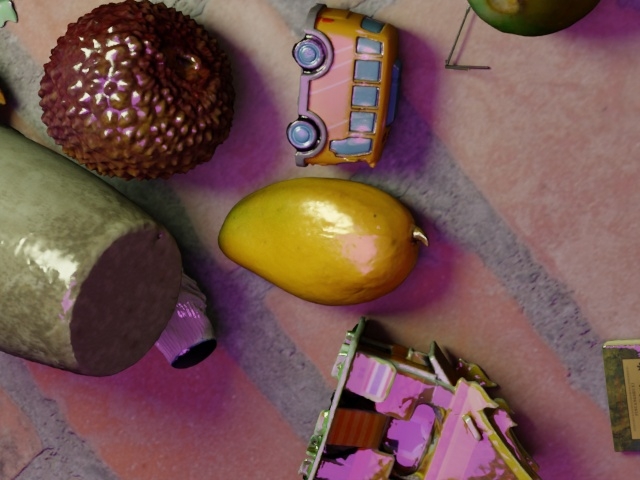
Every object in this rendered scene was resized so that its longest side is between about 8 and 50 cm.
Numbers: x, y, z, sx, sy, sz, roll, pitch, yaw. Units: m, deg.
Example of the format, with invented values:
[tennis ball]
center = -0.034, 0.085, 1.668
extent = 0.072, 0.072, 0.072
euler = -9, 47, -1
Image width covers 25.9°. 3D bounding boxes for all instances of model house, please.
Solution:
[model house]
center = 0.124, 0.322, 1.843
extent = 0.312, 0.242, 0.358
euler = 20, 95, 5

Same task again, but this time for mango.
[mango]
center = 0.000, 0.000, 1.877
extent = 0.317, 0.119, 0.176
euler = 7, 111, 25

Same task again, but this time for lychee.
[lychee]
center = -0.255, -0.188, 1.834
extent = 0.271, 0.271, 0.271
euler = 5, 108, 16

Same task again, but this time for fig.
[fig]
center = 0.250, -0.329, 1.655
extent = 0.181, 0.191, 0.181
euler = 15, 131, 17

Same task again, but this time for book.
[book]
center = 0.492, 0.201, 1.828
extent = 0.228, 0.024, 0.160
euler = -4, 108, 18

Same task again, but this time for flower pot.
[flower pot]
center = -0.375, 0.024, 1.847
extent = 0.330, 0.293, 0.294
euler = 23, 114, 33

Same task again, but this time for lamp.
[lamp]
center = 0.189, -0.276, 1.772
extent = 0.054, 0.041, 0.121
euler = 12, 107, 22

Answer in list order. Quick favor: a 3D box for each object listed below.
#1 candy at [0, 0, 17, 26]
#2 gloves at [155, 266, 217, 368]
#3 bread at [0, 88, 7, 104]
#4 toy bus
[candy]
center = -0.584, -0.457, 1.913
extent = 0.263, 0.172, 0.398
euler = 3, 128, 27
[gloves]
center = -0.235, 0.079, 1.977
extent = 0.119, 0.097, 0.229
euler = -34, 84, -3
[bread]
center = -0.632, -0.215, 1.946
extent = 0.340, 0.194, 0.179
euler = -2, 129, 20
[toy bus]
center = 0.034, -0.194, 1.798
extent = 0.136, 0.126, 0.209
euler = 8, 109, 6
